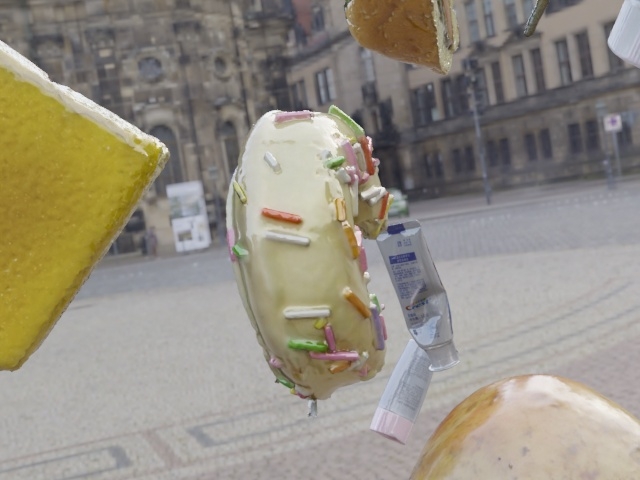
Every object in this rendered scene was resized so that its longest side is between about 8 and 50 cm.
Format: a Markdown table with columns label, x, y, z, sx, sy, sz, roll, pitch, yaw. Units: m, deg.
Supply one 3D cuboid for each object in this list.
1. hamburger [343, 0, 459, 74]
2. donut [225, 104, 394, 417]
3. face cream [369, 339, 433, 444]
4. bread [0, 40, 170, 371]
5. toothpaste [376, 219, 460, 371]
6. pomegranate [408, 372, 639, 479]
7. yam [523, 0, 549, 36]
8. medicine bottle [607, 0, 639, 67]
| label | x | y | z | sx | sy | sz | roll | pitch | yaw |
| --- | --- | --- | --- | --- | --- | --- | --- | --- | --- |
| hamburger | 0.139 | -0.450 | 1.760 | 0.209 | 0.162 | 0.330 | 3 | -35 | 21 |
| donut | -0.002 | -0.010 | 1.149 | 0.150 | 0.307 | 0.371 | -11 | 41 | 16 |
| face cream | 0.168 | 0.297 | 1.832 | 0.084 | 0.198 | 0.057 | 29 | -14 | -12 |
| bread | -0.392 | -0.057 | 1.077 | 0.323 | 0.333 | 0.143 | 35 | 0 | -16 |
| toothpaste | 0.170 | 0.093 | 1.583 | 0.096 | 0.266 | 0.061 | -13 | 13 | 35 |
| pomegranate | 0.197 | 0.260 | 0.821 | 0.281 | 0.281 | 0.281 | -9 | 2 | 0 |
| yam | 0.406 | -0.457 | 1.601 | 0.029 | 0.234 | 0.027 | 25 | 31 | 8 |
| medicine bottle | 0.672 | -0.493 | 1.654 | 0.242 | 0.395 | 0.242 | 11 | 27 | -6 |
